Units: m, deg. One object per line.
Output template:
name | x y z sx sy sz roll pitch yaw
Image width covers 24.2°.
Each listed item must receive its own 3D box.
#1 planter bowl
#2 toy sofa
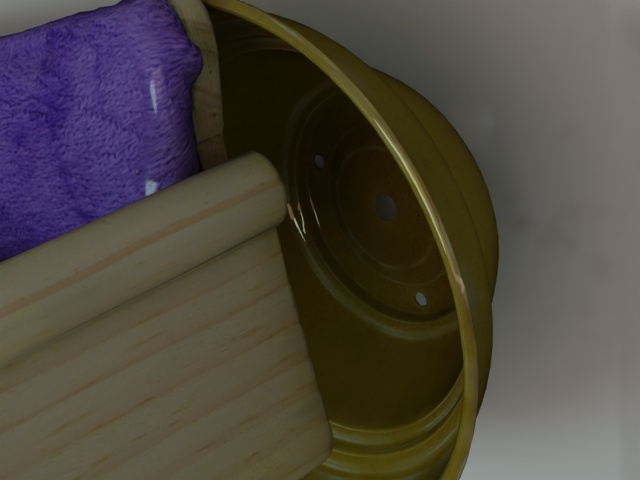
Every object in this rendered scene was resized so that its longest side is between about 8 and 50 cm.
planter bowl | 0.000 0.000 0.566 0.217 0.090 0.217 25 128 36
toy sofa | -0.180 0.016 0.581 0.362 0.150 0.177 4 114 46
